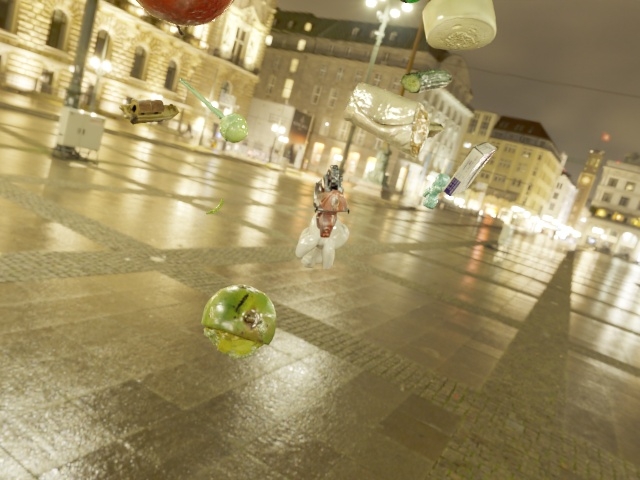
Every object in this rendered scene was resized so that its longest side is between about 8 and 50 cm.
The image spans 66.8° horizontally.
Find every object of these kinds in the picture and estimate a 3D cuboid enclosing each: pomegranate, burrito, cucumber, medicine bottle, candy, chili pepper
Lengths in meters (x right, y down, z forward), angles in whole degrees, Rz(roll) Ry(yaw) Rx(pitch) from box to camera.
[{"bbox_3d":[-0.298,0.278,1.723,0.260,0.261,0.340,11,-2,-30],"label":"pomegranate"},{"bbox_3d":[0.205,-0.361,1.439,0.299,0.143,0.105,37,-4,35],"label":"burrito"},{"bbox_3d":[0.403,-0.597,1.797,0.077,0.077,0.265,23,36,39],"label":"cucumber"},{"bbox_3d":[0.546,-0.262,1.781,0.052,0.201,0.171,43,34,17],"label":"medicine bottle"},{"bbox_3d":[-0.370,-0.450,1.639,0.335,0.093,0.092,42,57,17],"label":"candy"},{"bbox_3d":[-0.386,-0.122,1.787,0.017,0.083,0.030,38,-8,42],"label":"chili pepper"}]

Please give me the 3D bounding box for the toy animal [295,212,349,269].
[{"bbox_3d":[-0.002,0.007,1.513,0.127,0.179,0.193,34,-15,-7],"label":"toy animal"}]

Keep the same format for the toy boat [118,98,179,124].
[{"bbox_3d":[-0.606,-0.467,1.738,0.226,0.088,0.068,-21,73,-49],"label":"toy boat"}]

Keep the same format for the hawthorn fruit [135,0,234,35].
[{"bbox_3d":[-0.227,-0.470,0.804,0.231,0.263,0.235,11,28,20],"label":"hawthorn fruit"}]

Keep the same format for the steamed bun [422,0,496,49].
[{"bbox_3d":[0.494,-0.796,1.724,0.249,0.200,0.155,1,-23,5],"label":"steamed bun"}]

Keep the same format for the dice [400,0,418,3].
[{"bbox_3d":[0.352,-0.994,1.841,0.128,0.120,0.131,-21,-17,-13],"label":"dice"}]

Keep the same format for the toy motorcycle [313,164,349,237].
[{"bbox_3d":[0.020,-0.081,1.183,0.084,0.213,0.118,0,54,-9],"label":"toy motorcycle"}]

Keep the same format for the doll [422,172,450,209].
[{"bbox_3d":[0.491,-0.215,2.065,0.059,0.159,0.159,25,26,-3],"label":"doll"}]

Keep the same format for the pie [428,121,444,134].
[{"bbox_3d":[0.375,-0.495,2.147,0.338,0.077,0.339,5,8,-1],"label":"pie"}]
